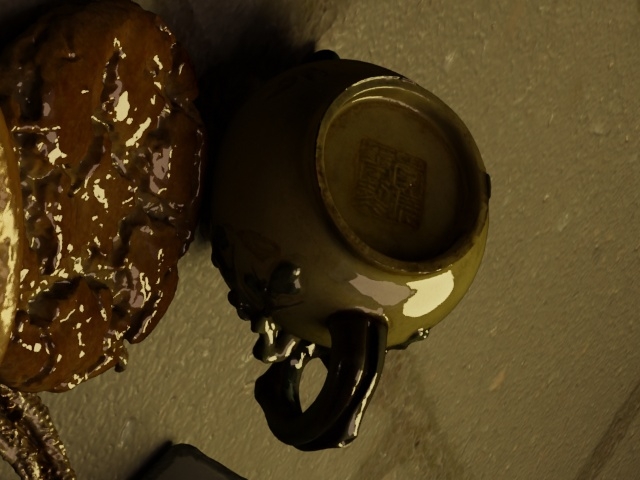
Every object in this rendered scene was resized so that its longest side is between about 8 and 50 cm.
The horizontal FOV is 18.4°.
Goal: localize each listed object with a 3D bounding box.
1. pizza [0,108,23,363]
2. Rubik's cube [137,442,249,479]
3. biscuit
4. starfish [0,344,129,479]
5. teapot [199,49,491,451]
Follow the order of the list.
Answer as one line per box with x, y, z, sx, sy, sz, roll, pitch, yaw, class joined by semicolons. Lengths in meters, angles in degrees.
-0.205;0.017;0.918;0.134;0.056;0.271;-2;121;-9;pizza
-0.058;0.407;1.288;0.344;0.343;0.337;-44;148;-30;Rubik's cube
-0.122;-0.022;1.044;0.226;0.042;0.226;-39;135;-53;biscuit
-0.186;0.079;1.071;0.213;0.057;0.238;-40;134;-40;starfish
0.000;0.000;1.177;0.173;0.182;0.269;17;66;-27;teapot
